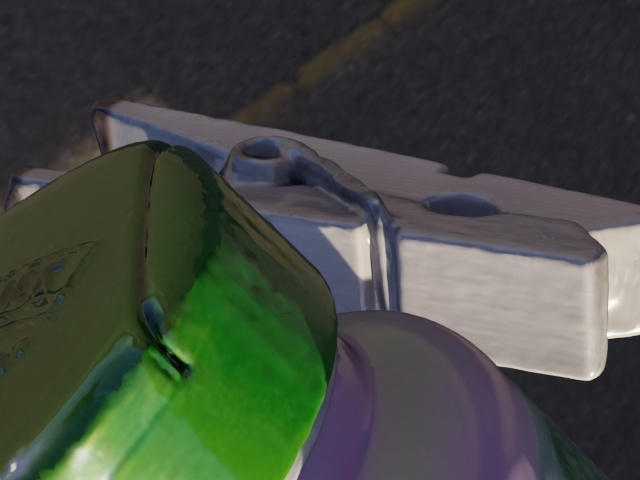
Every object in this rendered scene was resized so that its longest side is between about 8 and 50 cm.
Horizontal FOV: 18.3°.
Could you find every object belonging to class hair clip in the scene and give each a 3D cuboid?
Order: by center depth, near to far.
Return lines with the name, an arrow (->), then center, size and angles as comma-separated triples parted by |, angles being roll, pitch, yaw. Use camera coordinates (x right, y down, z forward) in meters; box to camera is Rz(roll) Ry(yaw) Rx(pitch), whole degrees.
hair clip -> 0.000, -0.004, 0.966 | 0.331, 0.101, 0.085 | 9, 113, 32

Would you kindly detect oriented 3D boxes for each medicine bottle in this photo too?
medicine bottle -> 0.025, 0.106, 0.409 | 0.133, 0.133, 0.274 | -28, 118, 34
